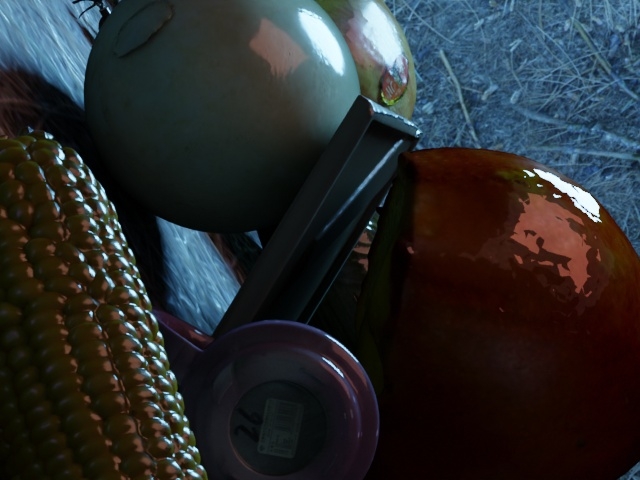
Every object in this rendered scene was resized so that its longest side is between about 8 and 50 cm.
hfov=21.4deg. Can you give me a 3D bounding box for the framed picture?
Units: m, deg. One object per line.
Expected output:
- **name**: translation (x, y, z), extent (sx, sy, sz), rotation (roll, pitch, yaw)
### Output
- **framed picture**: translation (0.000, 0.000, 1.202), extent (0.020, 0.211, 0.289), rotation (33, 6, 8)

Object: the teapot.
- **teapot**: translation (-0.045, 0.099, 1.000), extent (0.146, 0.148, 0.116), rotation (-150, -115, -85)

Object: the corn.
- **corn**: translation (-0.106, 0.067, 0.734), extent (0.260, 0.091, 0.091), rotation (65, 11, 24)

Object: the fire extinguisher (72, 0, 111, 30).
- **fire extinguisher**: translation (-0.164, -0.167, 1.382), extent (0.046, 0.032, 0.100), rotation (-89, 154, -54)

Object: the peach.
- **peach**: translation (0.102, 0.071, 1.230), extent (0.338, 0.281, 0.281), rotation (41, 19, -48)

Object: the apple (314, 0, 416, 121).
- **apple**: translation (-0.016, -0.152, 1.600), extent (0.188, 0.211, 0.211), rotation (55, 9, -36)

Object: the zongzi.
- **zongzi**: translation (0.003, 0.026, 1.403), extent (0.241, 0.111, 0.248), rotation (48, 20, -57)

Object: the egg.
- **egg**: translation (-0.066, -0.098, 1.180), extent (0.186, 0.186, 0.253), rotation (62, 11, 16)
